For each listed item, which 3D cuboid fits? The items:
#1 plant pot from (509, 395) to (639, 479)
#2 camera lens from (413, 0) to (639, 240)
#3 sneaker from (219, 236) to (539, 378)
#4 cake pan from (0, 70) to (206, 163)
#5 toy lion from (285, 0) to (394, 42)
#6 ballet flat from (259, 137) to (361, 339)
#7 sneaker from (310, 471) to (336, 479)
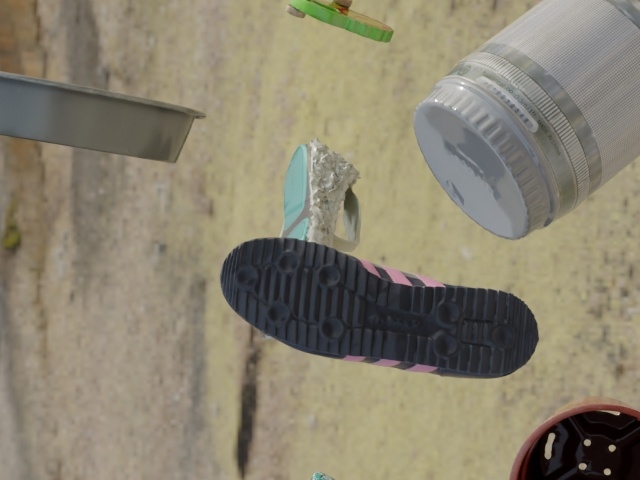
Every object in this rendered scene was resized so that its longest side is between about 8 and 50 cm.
[{"bbox_3d":[0.429,0.361,2.025,0.265,0.272,0.273,-19,-67,-80],"label":"plant pot"},{"bbox_3d":[0.275,-0.158,1.555,0.219,0.274,0.219,47,163,20],"label":"camera lens"},{"bbox_3d":[0.054,0.080,1.338,0.131,0.318,0.112,87,-161,-80],"label":"sneaker"},{"bbox_3d":[-0.254,-0.117,1.218,0.293,0.293,0.054,-165,84,-70],"label":"cake pan"},{"bbox_3d":[0.026,-0.237,1.408,0.096,0.100,0.034,36,112,38],"label":"toy lion"},{"bbox_3d":[0.000,0.000,2.054,0.147,0.147,0.409,114,170,-46],"label":"ballet flat"},{"bbox_3d":[0.017,0.443,2.210,0.065,0.166,0.076,28,77,32],"label":"sneaker"}]
